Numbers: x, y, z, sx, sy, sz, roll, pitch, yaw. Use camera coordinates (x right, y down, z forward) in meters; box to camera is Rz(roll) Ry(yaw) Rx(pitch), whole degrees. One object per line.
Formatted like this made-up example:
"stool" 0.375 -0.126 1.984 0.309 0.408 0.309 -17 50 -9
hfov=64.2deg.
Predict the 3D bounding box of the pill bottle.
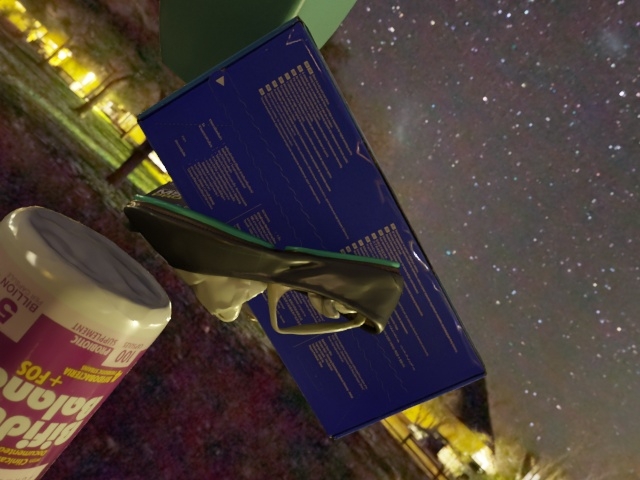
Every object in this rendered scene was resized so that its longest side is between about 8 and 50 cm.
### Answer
"pill bottle" -0.292 0.132 0.461 0.169 0.301 0.169 39 -1 1

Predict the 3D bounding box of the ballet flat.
"ballet flat" -0.036 0.027 0.351 0.203 0.074 0.074 15 5 -19

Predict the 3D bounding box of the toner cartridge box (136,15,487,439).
"toner cartridge box" 0.000 0.000 0.475 0.347 0.165 0.075 61 11 -10

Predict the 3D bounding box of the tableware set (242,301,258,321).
"tableware set" -0.123 0.082 0.848 0.168 0.020 0.141 47 10 20

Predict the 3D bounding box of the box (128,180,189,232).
"box" -0.226 -0.058 1.064 0.270 0.060 0.216 9 20 3

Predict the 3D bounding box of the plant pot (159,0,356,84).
"plant pot" -0.073 -0.272 0.569 0.166 0.234 0.165 42 36 2
